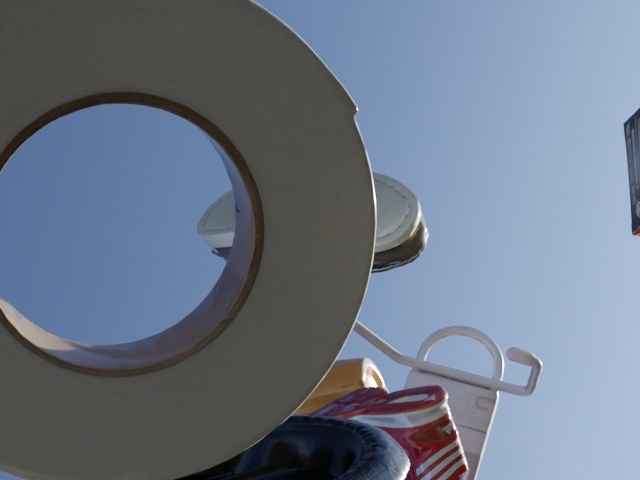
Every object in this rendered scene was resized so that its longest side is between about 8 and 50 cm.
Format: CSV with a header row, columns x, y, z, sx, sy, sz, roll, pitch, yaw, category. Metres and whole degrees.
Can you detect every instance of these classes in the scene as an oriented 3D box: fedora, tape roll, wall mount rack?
x,y,z,sx,sy,sz,roll,pitch,yaw,category
-0.079,0.271,1.195,0.334,0.334,0.153,-16,-77,-34,fedora
-0.148,-0.009,0.989,0.391,0.072,0.392,-3,-77,-15,tape roll
0.094,0.207,1.621,0.130,0.304,0.350,90,-163,-54,wall mount rack

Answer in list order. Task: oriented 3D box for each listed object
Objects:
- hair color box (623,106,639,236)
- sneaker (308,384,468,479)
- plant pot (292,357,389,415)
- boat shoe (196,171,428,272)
x,y,z,sx,sy,sz,roll,pitch,yaw,category
0.299,-0.039,0.939,0.167,0.093,0.053,10,-28,-14,hair color box
0.072,0.227,1.437,0.087,0.221,0.128,-24,-84,-29,sneaker
-0.005,0.242,1.786,0.187,0.205,0.205,-20,-47,14,plant pot
0.000,0.000,1.442,0.117,0.324,0.097,-53,-57,-29,boat shoe
